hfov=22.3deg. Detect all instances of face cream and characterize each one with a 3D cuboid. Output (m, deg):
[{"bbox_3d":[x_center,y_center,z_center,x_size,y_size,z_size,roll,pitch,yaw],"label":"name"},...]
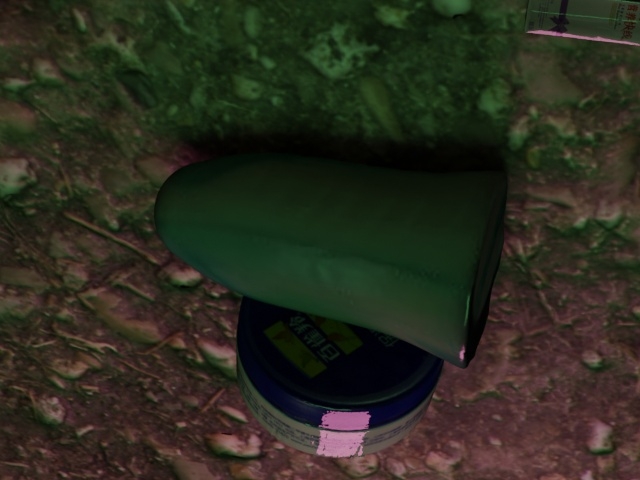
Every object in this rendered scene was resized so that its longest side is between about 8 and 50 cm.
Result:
[{"bbox_3d":[0.019,0.109,1.600,0.205,0.206,0.111,10,140,2],"label":"face cream"}]

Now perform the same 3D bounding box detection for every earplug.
[{"bbox_3d":[0.000,0.000,1.524,0.324,0.185,0.185,10,139,11],"label":"earplug"}]

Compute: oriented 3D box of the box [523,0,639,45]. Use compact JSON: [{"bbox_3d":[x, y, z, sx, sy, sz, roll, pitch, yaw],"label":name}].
[{"bbox_3d":[0.228,-0.192,1.341,0.117,0.036,0.051,8,139,3],"label":"box"}]
